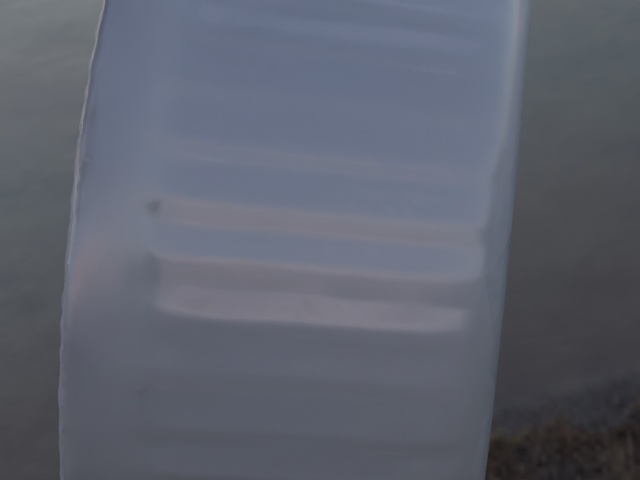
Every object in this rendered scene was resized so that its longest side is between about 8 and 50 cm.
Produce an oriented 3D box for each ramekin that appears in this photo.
[{"bbox_3d":[0.000,0.000,0.663,0.135,0.277,0.277,5,30,4],"label":"ramekin"}]
